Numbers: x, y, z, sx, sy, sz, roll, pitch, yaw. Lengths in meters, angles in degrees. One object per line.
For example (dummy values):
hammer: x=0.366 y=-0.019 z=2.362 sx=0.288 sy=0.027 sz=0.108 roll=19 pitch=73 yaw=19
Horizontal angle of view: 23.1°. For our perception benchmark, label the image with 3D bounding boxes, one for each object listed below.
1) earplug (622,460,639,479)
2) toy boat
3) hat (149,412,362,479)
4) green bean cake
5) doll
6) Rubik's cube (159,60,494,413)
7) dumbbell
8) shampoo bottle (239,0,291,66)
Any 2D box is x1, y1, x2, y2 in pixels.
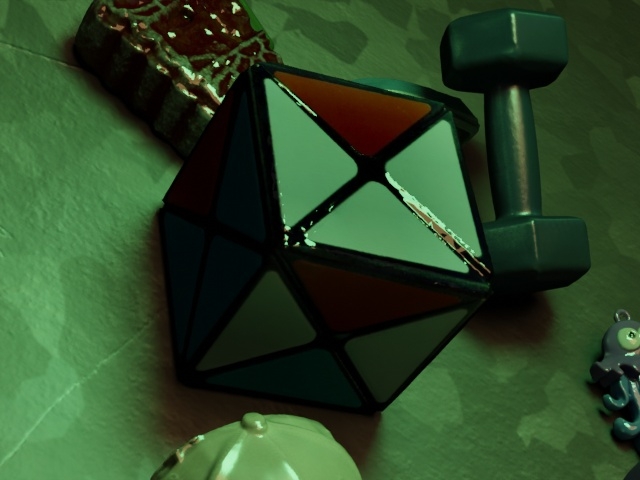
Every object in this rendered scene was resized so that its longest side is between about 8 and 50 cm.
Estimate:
earplug: x=0.537 y=0.344 z=1.671 sx=0.456 sy=0.215 sz=0.215 roll=10 pitch=50 yaw=-30
toy boat: x=0.092 y=-0.130 z=1.861 sx=0.215 sy=0.088 sz=0.102 roll=13 pitch=52 yaw=-24
hat: x=-0.023 y=0.311 z=1.367 sx=0.258 sy=0.168 sz=0.301 roll=-16 pitch=64 yaw=-39
green bean cake: x=-0.143 y=-0.213 z=1.774 sx=0.233 sy=0.097 sz=0.198 roll=45 pitch=45 yaw=8
doll: x=0.370 y=0.174 z=1.803 sx=0.110 sy=0.067 sz=0.206 roll=-2 pitch=66 yaw=-22
Rubik's cube: x=-0.001 y=0.000 z=1.581 sx=0.250 sy=0.246 sz=0.248 roll=12 pitch=50 yaw=-24
dumbbell: x=0.221 y=-0.100 z=1.803 sx=0.160 sy=0.144 sz=0.325 roll=1 pitch=81 yaw=-34
shampoo bottle: x=-0.104 y=-0.257 z=1.858 sx=0.065 sy=0.065 sz=0.204 roll=-16 pitch=64 yaw=-40
